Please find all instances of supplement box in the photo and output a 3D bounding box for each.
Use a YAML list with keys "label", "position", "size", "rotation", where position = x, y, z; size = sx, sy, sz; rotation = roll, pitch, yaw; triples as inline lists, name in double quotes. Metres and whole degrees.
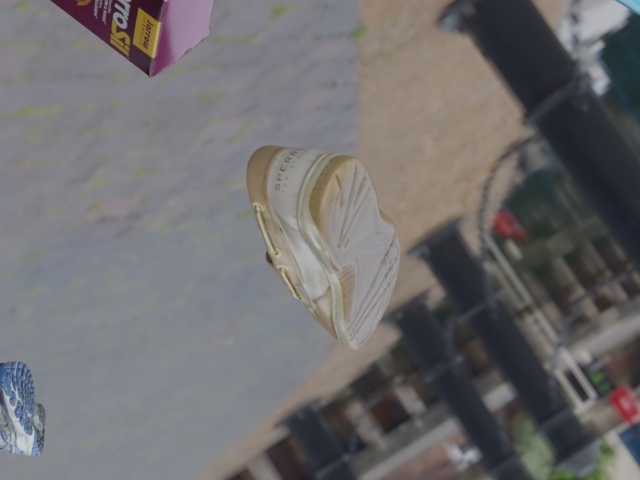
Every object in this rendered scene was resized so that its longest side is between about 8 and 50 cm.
- label: "supplement box"
  position: [-0.090, -0.123, 0.777]
  size: [0.043, 0.083, 0.055]
  rotation: [-43, 162, -34]

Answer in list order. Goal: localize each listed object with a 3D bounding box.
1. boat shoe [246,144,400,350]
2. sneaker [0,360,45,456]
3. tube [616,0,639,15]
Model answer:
- label: "boat shoe"
  position: [0.000, 0.000, 0.904]
  size: [0.063, 0.059, 0.170]
  rotation: [-58, 157, -23]
- label: "sneaker"
  position: [-0.257, 0.139, 1.381]
  size: [0.058, 0.052, 0.135]
  rotation: [-1, 149, 0]
- label: "tube"
  position: [0.184, -0.162, 0.976]
  size: [0.207, 0.052, 0.080]
  rotation: [16, 119, -39]
